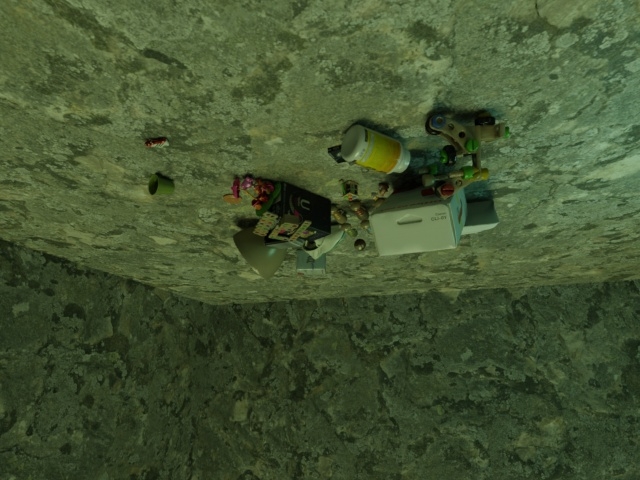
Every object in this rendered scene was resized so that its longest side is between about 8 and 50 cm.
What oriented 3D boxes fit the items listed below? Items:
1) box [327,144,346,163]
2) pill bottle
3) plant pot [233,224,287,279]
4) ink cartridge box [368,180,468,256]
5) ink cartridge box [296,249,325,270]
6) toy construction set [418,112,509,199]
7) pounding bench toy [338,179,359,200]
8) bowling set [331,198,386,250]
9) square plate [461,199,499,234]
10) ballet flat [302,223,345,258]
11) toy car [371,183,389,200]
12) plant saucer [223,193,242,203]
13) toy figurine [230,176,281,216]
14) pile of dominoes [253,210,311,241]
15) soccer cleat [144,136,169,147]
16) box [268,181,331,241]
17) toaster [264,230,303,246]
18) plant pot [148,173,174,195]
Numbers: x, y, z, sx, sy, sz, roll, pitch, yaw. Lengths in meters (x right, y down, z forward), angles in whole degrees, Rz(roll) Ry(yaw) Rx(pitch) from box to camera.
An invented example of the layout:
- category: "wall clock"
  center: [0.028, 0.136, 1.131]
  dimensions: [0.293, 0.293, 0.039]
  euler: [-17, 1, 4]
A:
- category: "box"
  center: [0.073, -0.301, 1.425]
  dimensions: [0.067, 0.018, 0.083]
  euler: [-9, 158, 26]
- category: "pill bottle"
  center: [0.182, -0.285, 1.317]
  dimensions: [0.214, 0.118, 0.117]
  euler: [12, 158, -29]
- category: "plant pot"
  center: [-0.276, 0.028, 2.066]
  dimensions: [0.190, 0.284, 0.284]
  euler: [-37, 154, 3]
- category: "ink cartridge box"
  center: [0.370, -0.092, 1.504]
  dimensions: [0.279, 0.161, 0.384]
  euler: [-8, -164, 28]
- category: "ink cartridge box"
  center: [-0.054, 0.134, 2.494]
  dimensions: [0.176, 0.128, 0.128]
  euler: [0, 160, 3]
- category: "toy construction set"
  center: [0.446, -0.245, 1.255]
  dimensions: [0.237, 0.258, 0.309]
  euler: [-9, 159, -1]
- category: "pounding bench toy"
  center: [0.107, -0.200, 1.637]
  dimensions: [0.083, 0.065, 0.052]
  euler: [15, 156, -35]
- category: "bowling set"
  center: [0.176, -0.070, 1.825]
  dimensions: [0.286, 0.200, 0.154]
  euler: [-12, 156, 23]
- category: "square plate"
  center: [0.544, -0.079, 1.692]
  dimensions: [0.343, 0.049, 0.347]
  euler: [-9, -164, 22]
- category: "ballet flat"
  center: [0.000, 0.000, 2.146]
  dimensions: [0.139, 0.139, 0.400]
  euler: [8, 160, -19]
- category: "toy car"
  center: [0.233, -0.192, 1.679]
  dimensions: [0.040, 0.060, 0.122]
  euler: [38, 145, -6]
- category: "plant saucer"
  center: [-0.384, -0.180, 1.792]
  dimensions: [0.083, 0.013, 0.083]
  euler: [1, 161, 0]
- category: "toy figurine"
  center: [-0.269, -0.198, 1.623]
  dimensions: [0.159, 0.130, 0.173]
  euler: [27, 127, -34]
- category: "pile of dominoes"
  center: [-0.162, -0.039, 1.649]
  dimensions: [0.195, 0.040, 0.251]
  euler: [10, 157, -19]
- category: "soccer cleat"
  center: [-0.548, -0.323, 1.372]
  dimensions: [0.083, 0.029, 0.036]
  euler: [-8, 155, 12]
- category: "box"
  center: [-0.097, -0.114, 1.738]
  dimensions: [0.270, 0.166, 0.143]
  euler: [16, 155, -38]
- category: "toaster"
  center: [-0.163, -0.058, 1.907]
  dimensions: [0.185, 0.168, 0.110]
  euler: [-10, 161, 30]
- category: "plant pot"
  center: [-0.625, -0.215, 1.624]
  dimensions: [0.083, 0.084, 0.079]
  euler: [-16, 168, 39]
